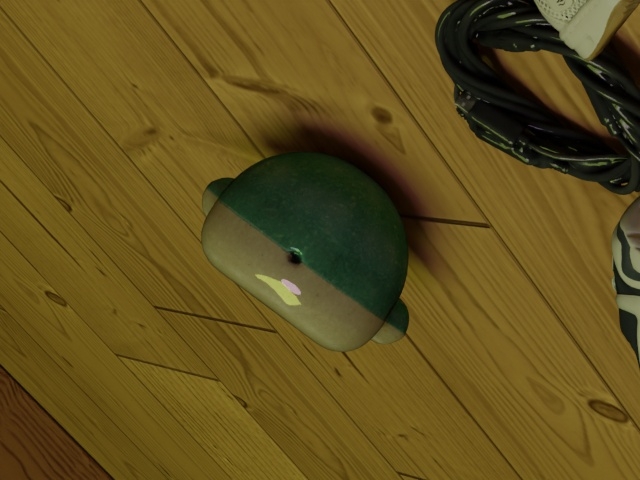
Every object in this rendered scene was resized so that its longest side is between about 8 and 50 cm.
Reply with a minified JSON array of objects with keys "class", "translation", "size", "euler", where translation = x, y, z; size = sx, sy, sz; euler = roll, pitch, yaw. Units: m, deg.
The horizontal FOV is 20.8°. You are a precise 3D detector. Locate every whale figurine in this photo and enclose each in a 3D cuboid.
[{"class":"whale figurine","translation":[0.000,0.000,1.522],"size":[0.216,0.141,0.272],"euler":[36,-178,5]}]

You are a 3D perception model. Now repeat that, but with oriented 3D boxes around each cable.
[{"class":"cable","translation":[0.162,-0.098,1.166],"size":[0.184,0.047,0.150],"euler":[32,153,20]}]

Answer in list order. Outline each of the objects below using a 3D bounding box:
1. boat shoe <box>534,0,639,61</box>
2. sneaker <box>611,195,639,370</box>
[{"class":"boat shoe","translation":[0.154,-0.185,0.922],"size":[0.096,0.098,0.277],"euler":[36,159,3]},{"class":"sneaker","translation":[0.296,0.073,1.222],"size":[0.235,0.094,0.153],"euler":[33,159,11]}]
